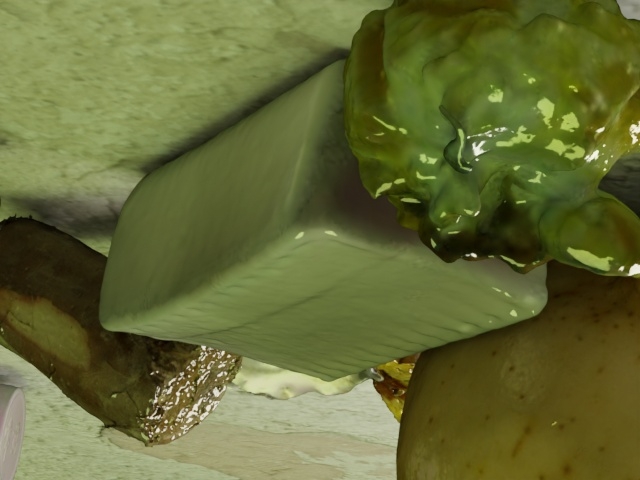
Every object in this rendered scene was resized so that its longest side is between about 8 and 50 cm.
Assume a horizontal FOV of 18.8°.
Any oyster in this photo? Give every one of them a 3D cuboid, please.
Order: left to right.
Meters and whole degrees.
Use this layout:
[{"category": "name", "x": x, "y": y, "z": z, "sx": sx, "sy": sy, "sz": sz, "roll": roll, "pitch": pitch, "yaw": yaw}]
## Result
[{"category": "oyster", "x": -0.054, "y": 0.070, "z": 1.729, "sx": 0.214, "sy": 0.083, "sz": 0.223, "roll": -2, "pitch": 142, "yaw": 24}]

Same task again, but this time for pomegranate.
[{"category": "pomegranate", "x": 0.242, "y": 0.143, "z": 1.455, "sx": 0.410, "sy": 0.410, "sz": 0.410, "roll": 8, "pitch": 161, "yaw": 3}]

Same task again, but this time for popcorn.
[{"category": "popcorn", "x": 0.114, "y": -0.063, "z": 1.132, "sx": 0.198, "sy": 0.212, "sz": 0.198, "roll": -22, "pitch": 176, "yaw": -2}]

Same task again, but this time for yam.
[{"category": "yam", "x": -0.187, "y": 0.080, "z": 1.646, "sx": 0.238, "sy": 0.128, "sz": 0.129, "roll": 29, "pitch": -161, "yaw": 27}]

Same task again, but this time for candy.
[{"category": "candy", "x": -0.002, "y": -0.002, "z": 1.428, "sx": 0.208, "sy": 0.145, "sz": 0.359, "roll": 16, "pitch": 161, "yaw": -24}]

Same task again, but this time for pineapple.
[{"category": "pineapple", "x": 0.109, "y": 0.123, "z": 1.850, "sx": 0.135, "sy": 0.079, "sz": 0.233, "roll": 0, "pitch": 158, "yaw": 21}]

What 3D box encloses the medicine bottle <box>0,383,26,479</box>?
[{"category": "medicine bottle", "x": -0.486, "y": 0.220, "z": 2.284, "sx": 0.255, "sy": 0.152, "sz": 0.152, "roll": 6, "pitch": 161, "yaw": 3}]
